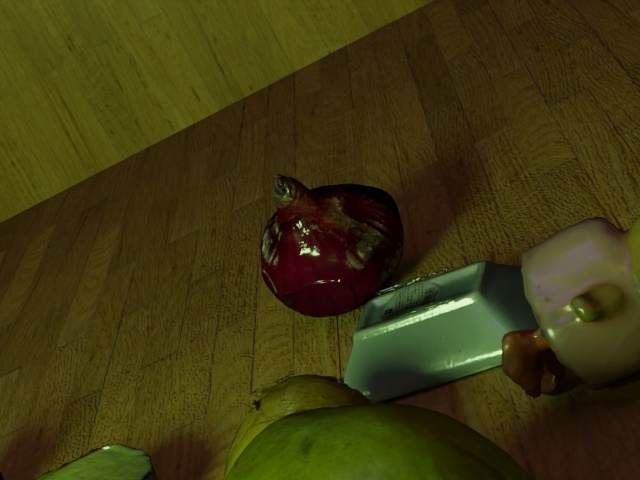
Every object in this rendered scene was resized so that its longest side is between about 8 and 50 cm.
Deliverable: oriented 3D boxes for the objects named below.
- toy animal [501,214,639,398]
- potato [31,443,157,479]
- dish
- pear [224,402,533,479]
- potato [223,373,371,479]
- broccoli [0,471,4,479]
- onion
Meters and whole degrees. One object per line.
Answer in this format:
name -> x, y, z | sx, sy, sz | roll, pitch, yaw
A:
toy animal -> 0.313, 0.045, 1.426 | 0.281, 0.169, 0.195 | -19, -13, 22
potato -> -0.285, 0.332, 1.620 | 0.272, 0.111, 0.160 | -27, 21, -39
dish -> 0.129, 0.091, 1.695 | 0.243, 0.080, 0.182 | -21, 21, 24
pear -> 0.044, 0.246, 1.148 | 0.253, 0.253, 0.307 | -40, 27, -27
potato -> -0.013, 0.236, 1.433 | 0.173, 0.140, 0.300 | -19, 26, 9
broccoli -> -0.471, 0.318, 1.872 | 0.146, 0.138, 0.162 | -18, -22, -38
onion -> 0.000, 0.000, 1.909 | 0.195, 0.218, 0.139 | -15, 50, 21
